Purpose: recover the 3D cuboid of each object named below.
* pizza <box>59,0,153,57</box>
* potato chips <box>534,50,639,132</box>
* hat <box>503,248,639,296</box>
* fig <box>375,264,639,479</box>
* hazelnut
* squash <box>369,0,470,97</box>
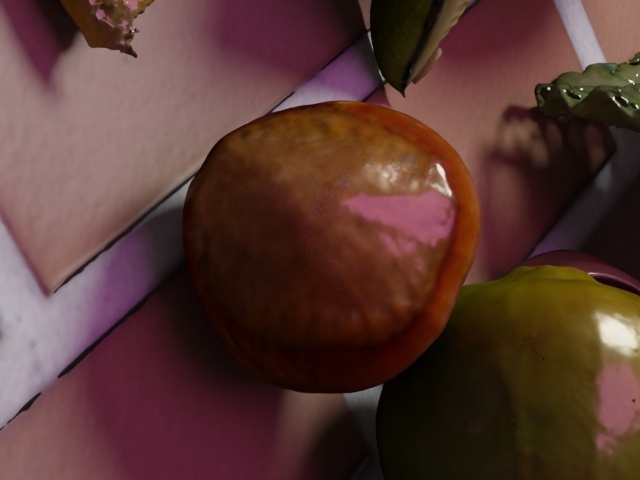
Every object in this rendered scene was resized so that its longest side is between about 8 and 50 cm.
[{"bbox_3d":[-0.108,-0.244,0.955,0.197,0.058,0.292,3,78,-43],"label":"pizza"},{"bbox_3d":[0.370,-0.078,1.284,0.389,0.373,0.097,-28,144,-57],"label":"potato chips"},{"bbox_3d":[0.188,0.106,1.186,0.205,0.089,0.205,8,73,-26],"label":"hat"},{"bbox_3d":[0.127,0.128,1.006,0.207,0.207,0.230,17,100,-47],"label":"fig"},{"bbox_3d":[0.000,0.000,0.945,0.182,0.182,0.182,18,66,-47],"label":"hazelnut"},{"bbox_3d":[0.106,-0.233,1.096,0.093,0.252,0.169,42,58,13],"label":"squash"}]
